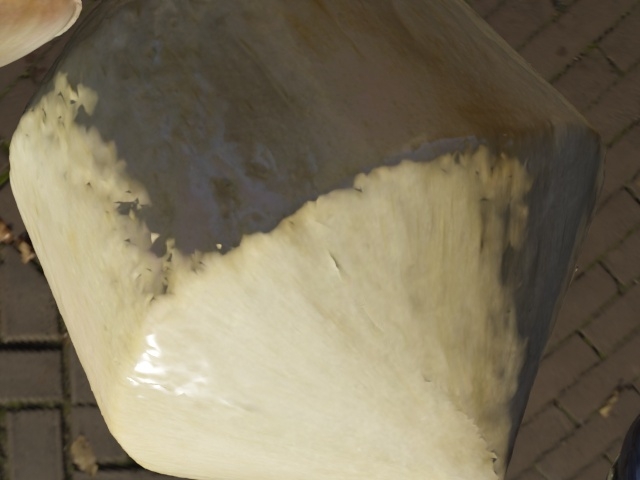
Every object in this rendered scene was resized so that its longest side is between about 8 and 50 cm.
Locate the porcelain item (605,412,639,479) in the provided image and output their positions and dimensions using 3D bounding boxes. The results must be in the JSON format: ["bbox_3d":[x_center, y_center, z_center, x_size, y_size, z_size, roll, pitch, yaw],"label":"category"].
[{"bbox_3d":[0.268,0.156,0.558,0.288,0.186,0.138,4,124,31],"label":"porcelain item"}]

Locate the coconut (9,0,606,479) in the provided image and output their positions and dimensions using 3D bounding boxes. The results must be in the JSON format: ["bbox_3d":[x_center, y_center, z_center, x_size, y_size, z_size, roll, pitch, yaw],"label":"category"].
[{"bbox_3d":[0.000,0.000,0.627,0.328,0.329,0.329,0,104,-2],"label":"coconut"}]

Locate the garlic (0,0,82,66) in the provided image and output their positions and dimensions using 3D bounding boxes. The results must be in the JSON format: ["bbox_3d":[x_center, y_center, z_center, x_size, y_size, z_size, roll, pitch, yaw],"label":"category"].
[{"bbox_3d":[-0.290,-0.169,0.809,0.292,0.237,0.210,-17,126,39],"label":"garlic"}]
